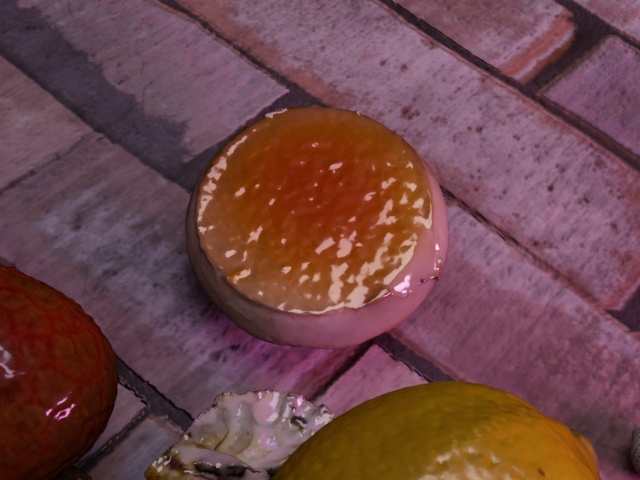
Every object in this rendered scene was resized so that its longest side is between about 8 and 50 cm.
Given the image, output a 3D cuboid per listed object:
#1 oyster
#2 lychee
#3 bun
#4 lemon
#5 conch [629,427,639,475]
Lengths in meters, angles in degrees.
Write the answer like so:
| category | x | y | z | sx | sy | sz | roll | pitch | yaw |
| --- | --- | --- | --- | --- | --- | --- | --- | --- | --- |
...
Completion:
| category | x | y | z | sx | sy | sz | roll | pitch | yaw |
| --- | --- | --- | --- | --- | --- | --- | --- | --- | --- |
| oyster | -0.068 | 0.219 | 1.187 | 0.133 | 0.072 | 0.209 | 28 | 30 | 18 |
| lychee | -0.315 | 0.147 | 1.082 | 0.255 | 0.300 | 0.255 | -14 | 35 | 10 |
| bun | 0.000 | 0.000 | 1.318 | 0.299 | 0.165 | 0.299 | -1 | 61 | 2 |
| lemon | 0.098 | 0.286 | 1.016 | 0.336 | 0.336 | 0.336 | 7 | 50 | -8 |
| conch | 0.380 | 0.243 | 1.283 | 0.076 | 0.057 | 0.085 | -18 | 76 | -49 |
